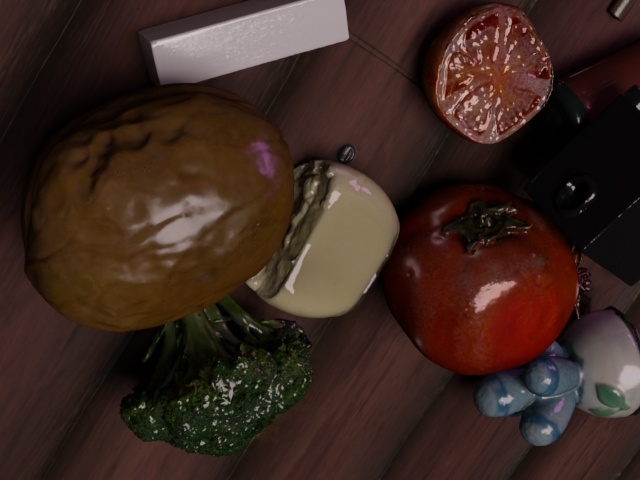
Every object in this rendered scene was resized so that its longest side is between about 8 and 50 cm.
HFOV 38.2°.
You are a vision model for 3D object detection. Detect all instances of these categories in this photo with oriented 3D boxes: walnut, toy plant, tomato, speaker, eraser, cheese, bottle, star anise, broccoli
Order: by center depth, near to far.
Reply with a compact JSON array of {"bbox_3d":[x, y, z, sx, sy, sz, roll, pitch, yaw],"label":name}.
[{"bbox_3d":[-0.218,-0.046,1.259,0.397,0.354,0.308,-28,115,-8],"label":"walnut"},{"bbox_3d":[-0.109,-0.302,1.355,0.298,0.076,0.078,-20,122,-16],"label":"eraser"},{"bbox_3d":[-0.181,0.203,1.468,0.321,0.304,0.284,-22,84,17],"label":"broccoli"},{"bbox_3d":[0.000,0.000,1.532,0.233,0.127,0.266,25,99,-30],"label":"cheese"},{"bbox_3d":[0.272,-0.282,1.543,0.236,0.095,0.237,-9,114,-20],"label":"tomato"},{"bbox_3d":[0.524,-0.090,1.563,0.254,0.184,0.232,-46,139,17],"label":"speaker"},{"bbox_3d":[0.278,0.068,1.615,0.325,0.293,0.290,-21,137,-22],"label":"tomato"},{"bbox_3d":[0.550,-0.280,1.652,0.336,0.144,0.144,-28,123,-13],"label":"bottle"},{"bbox_3d":[0.460,0.277,1.855,0.332,0.247,0.247,-10,119,-14],"label":"toy plant"},{"bbox_3d":[0.493,0.081,1.864,0.140,0.144,0.158,43,82,9],"label":"star anise"}]

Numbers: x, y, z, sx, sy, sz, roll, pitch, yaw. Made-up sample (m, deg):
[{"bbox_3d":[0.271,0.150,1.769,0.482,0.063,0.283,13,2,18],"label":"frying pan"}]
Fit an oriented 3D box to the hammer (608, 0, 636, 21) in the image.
[{"bbox_3d":[0.628,-0.547,1.622,0.111,0.043,0.365,28,102,-35],"label":"hammer"}]
